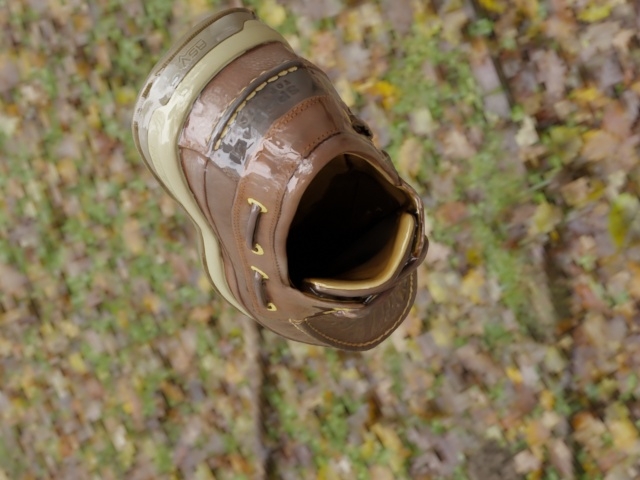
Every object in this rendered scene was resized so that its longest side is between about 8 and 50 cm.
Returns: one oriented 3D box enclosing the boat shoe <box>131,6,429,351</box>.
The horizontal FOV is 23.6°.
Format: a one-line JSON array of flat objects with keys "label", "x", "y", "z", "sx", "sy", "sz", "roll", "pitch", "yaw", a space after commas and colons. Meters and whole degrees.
[{"label": "boat shoe", "x": 0.000, "y": 0.000, "z": 0.470, "sx": 0.060, "sy": 0.064, "sz": 0.178, "roll": 39, "pitch": 171, "yaw": 27}]
